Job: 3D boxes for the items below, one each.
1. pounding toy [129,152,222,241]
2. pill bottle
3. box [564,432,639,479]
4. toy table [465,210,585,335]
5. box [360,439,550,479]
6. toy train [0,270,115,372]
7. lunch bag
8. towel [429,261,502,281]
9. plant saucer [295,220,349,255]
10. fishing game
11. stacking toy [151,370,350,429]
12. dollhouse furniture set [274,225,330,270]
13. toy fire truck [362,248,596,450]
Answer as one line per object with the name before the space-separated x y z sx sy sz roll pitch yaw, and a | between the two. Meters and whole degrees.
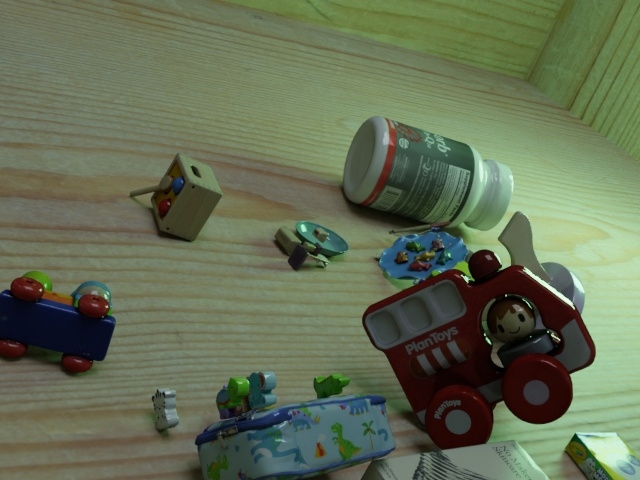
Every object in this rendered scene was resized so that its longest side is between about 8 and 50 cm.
pounding toy | -0.268 -0.085 1.570 0.100 0.130 0.141 22 23 -33
pill bottle | 0.254 -0.147 2.018 0.362 0.210 0.210 15 27 -19
box | 0.490 0.388 1.382 0.105 0.043 0.179 7 32 -30
toy table | 0.376 0.089 1.652 0.160 0.252 0.274 32 -7 -10
box | 0.180 0.346 1.136 0.275 0.094 0.113 2 34 -38
toy train | -0.403 0.082 1.157 0.247 0.105 0.143 16 16 -15
lunch bag | -0.034 0.250 1.058 0.218 0.176 0.090 -1 71 -40
towel | 0.316 0.065 1.881 0.237 0.021 0.102 2 32 -38
plant saucer | 0.000 0.000 1.727 0.119 0.021 0.119 23 19 -9
fishing game | 0.208 0.022 1.760 0.189 0.041 0.264 -9 27 7
stacking toy | -0.094 0.195 1.092 0.166 0.221 0.052 2 71 -38
dollhouse furniture set | -0.023 0.001 1.663 0.081 0.091 0.114 20 18 -44
toy fire truck | 0.241 0.156 1.294 0.254 0.302 0.169 62 19 -2
